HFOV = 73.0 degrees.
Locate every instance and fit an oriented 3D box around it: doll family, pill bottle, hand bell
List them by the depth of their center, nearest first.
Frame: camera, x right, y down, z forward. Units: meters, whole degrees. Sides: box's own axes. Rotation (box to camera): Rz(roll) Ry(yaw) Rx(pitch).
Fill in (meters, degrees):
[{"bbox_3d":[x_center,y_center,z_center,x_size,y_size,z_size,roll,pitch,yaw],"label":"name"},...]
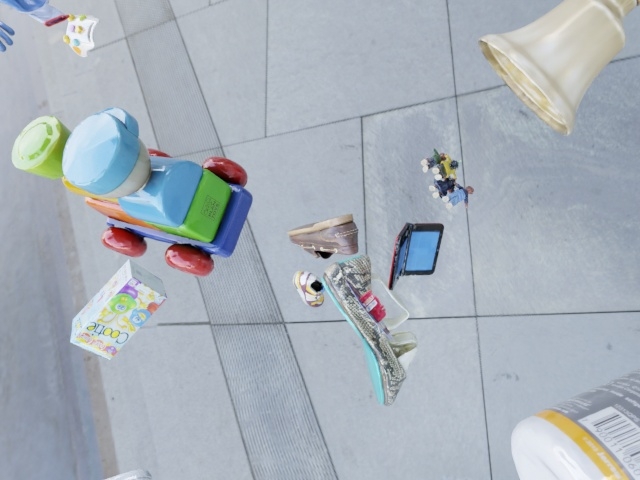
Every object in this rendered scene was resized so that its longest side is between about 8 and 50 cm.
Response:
[{"bbox_3d":[0.275,-0.221,0.369,0.242,0.126,0.126,-42,65,23],"label":"hand bell"},{"bbox_3d":[0.333,0.187,0.378,0.279,0.162,0.162,-20,69,-5],"label":"pill bottle"},{"bbox_3d":[0.375,-0.179,1.258,0.076,0.112,0.192,-3,110,55],"label":"doll family"}]

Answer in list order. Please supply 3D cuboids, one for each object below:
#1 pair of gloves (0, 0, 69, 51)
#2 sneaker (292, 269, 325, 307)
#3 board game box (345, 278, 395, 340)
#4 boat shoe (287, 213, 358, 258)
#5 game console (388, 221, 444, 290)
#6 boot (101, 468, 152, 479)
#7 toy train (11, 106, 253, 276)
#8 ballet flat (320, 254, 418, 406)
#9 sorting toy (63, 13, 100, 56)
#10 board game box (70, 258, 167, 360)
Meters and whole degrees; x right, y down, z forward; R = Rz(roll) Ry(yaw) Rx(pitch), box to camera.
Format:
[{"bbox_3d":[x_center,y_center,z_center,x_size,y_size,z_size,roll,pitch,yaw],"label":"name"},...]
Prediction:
[{"bbox_3d":[-0.537,-0.386,0.708,0.159,0.023,0.198,38,55,-1],"label":"pair of gloves"},{"bbox_3d":[-0.016,0.162,1.359,0.084,0.185,0.069,8,61,32],"label":"sneaker"},{"bbox_3d":[0.118,0.139,0.928,0.033,0.133,0.168,-40,27,5],"label":"board game box"},{"bbox_3d":[0.000,0.000,0.786,0.073,0.207,0.072,-19,96,-24],"label":"boat shoe"},{"bbox_3d":[0.218,0.038,0.986,0.085,0.124,0.143,15,121,20],"label":"game console"},{"bbox_3d":[-0.530,0.647,1.020,0.259,0.095,0.123,-18,48,-6],"label":"boot"},{"bbox_3d":[-0.197,-0.054,0.379,0.248,0.143,0.105,12,76,28],"label":"toy train"},{"bbox_3d":[0.167,0.248,1.179,0.182,0.164,0.482,-25,111,-2],"label":"ballet flat"},{"bbox_3d":[-0.457,-0.406,0.844,0.075,0.045,0.083,18,97,31],"label":"sorting toy"},{"bbox_3d":[-0.661,0.226,1.424,0.275,0.142,0.144,-47,33,-1],"label":"board game box"}]
